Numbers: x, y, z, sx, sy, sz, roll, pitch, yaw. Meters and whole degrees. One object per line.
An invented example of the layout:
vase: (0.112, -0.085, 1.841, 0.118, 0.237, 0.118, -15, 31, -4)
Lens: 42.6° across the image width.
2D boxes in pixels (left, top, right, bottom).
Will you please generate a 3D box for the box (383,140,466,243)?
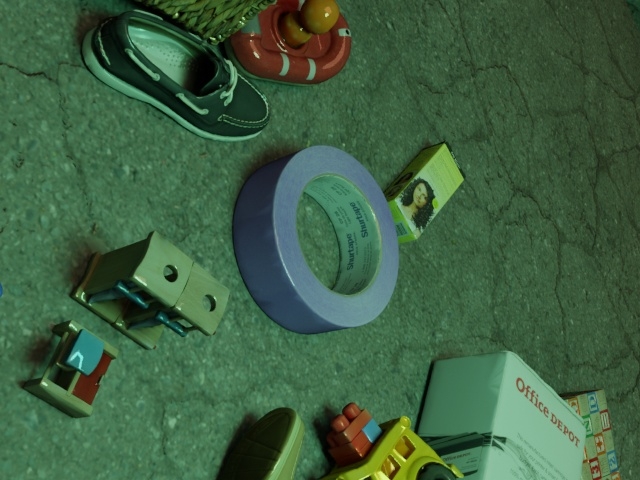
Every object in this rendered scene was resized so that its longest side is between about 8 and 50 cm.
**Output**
box: (0.183, -0.090, 1.488, 0.087, 0.058, 0.232, 59, 43, -17)

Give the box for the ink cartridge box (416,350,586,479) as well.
ink cartridge box: (0.287, 0.426, 1.360, 0.285, 0.166, 0.395, 43, 50, -31)

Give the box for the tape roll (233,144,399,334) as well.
tape roll: (0.000, 0.000, 1.237, 0.274, 0.090, 0.275, 18, 64, -44)

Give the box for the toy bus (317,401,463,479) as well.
toy bus: (0.068, 0.351, 1.176, 0.211, 0.149, 0.220, 52, 47, -5)

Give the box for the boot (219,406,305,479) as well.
boot: (-0.040, 0.372, 1.067, 0.203, 0.095, 0.262, 39, 58, -31)

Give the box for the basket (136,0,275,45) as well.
basket: (-0.163, -0.455, 1.076, 0.223, 0.213, 0.299, 23, 52, -43)

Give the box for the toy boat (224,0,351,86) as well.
toy boat: (-0.032, -0.327, 1.256, 0.231, 0.151, 0.151, -4, 81, -48)

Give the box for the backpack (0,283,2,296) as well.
backpack: (-0.379, 0.055, 0.805, 0.120, 0.097, 0.101, -36, 115, -60)

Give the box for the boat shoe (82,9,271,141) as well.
boat shoe: (-0.170, -0.217, 1.116, 0.302, 0.091, 0.114, 13, 69, -45)

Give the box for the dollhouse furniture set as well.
dollhouse furniture set: (-0.214, 0.111, 0.937, 0.129, 0.129, 0.184, 42, 49, -31)

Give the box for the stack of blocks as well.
stack of blocks: (0.530, 0.464, 1.673, 0.171, 0.087, 0.297, 0, 78, -47)
